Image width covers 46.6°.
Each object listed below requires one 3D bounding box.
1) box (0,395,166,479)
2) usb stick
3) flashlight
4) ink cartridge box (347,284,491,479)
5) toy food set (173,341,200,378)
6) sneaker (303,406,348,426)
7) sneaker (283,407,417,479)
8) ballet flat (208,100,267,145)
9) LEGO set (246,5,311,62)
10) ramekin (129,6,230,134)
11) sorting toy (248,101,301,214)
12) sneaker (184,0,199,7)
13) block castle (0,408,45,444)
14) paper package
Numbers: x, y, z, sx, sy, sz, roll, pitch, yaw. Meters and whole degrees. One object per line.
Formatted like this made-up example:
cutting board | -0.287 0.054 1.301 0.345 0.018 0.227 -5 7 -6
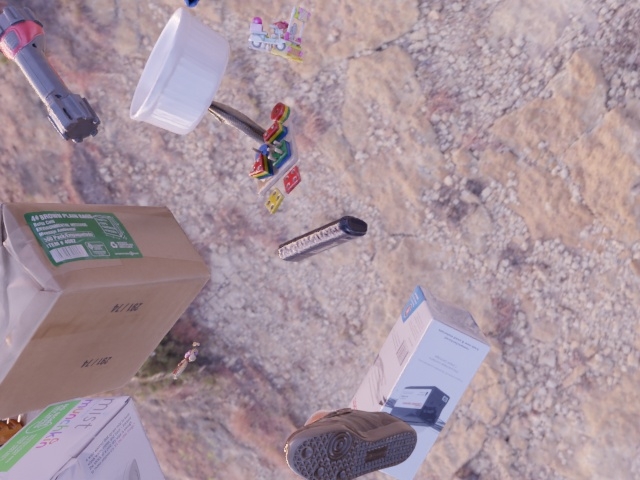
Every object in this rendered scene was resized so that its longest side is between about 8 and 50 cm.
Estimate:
box | -0.257 0.321 0.723 0.126 0.262 0.231 -11 108 24
usb stick | 0.000 0.000 1.687 0.278 0.077 0.045 -23 58 52
flashlight | -0.542 -0.327 1.476 0.304 0.103 0.103 52 149 13
ink cartridge box | 0.179 0.270 1.435 0.129 0.223 0.307 27 101 -6
toy food set | -0.390 0.354 2.174 0.019 0.122 0.078 41 162 -18
sneaker | 0.069 0.469 1.760 0.121 0.108 0.302 42 159 -13
sneaker | 0.022 0.220 0.814 0.071 0.188 0.066 23 98 47
ballet flat | -0.172 -0.261 1.803 0.250 0.084 0.058 29 108 -13
LEGO set | -0.086 -0.458 1.625 0.132 0.287 0.107 15 102 -9
ramekin | -0.321 -0.379 1.714 0.135 0.277 0.277 23 133 -23
sorting toy | -0.112 -0.185 1.647 0.046 0.274 0.132 24 129 -34
sneaker | -0.208 -0.471 1.345 0.135 0.052 0.058 -35 55 47
block castle | -0.749 0.245 1.479 0.453 0.303 0.213 19 101 38
paper package | -0.376 0.100 1.130 0.168 0.325 0.309 48 113 20
